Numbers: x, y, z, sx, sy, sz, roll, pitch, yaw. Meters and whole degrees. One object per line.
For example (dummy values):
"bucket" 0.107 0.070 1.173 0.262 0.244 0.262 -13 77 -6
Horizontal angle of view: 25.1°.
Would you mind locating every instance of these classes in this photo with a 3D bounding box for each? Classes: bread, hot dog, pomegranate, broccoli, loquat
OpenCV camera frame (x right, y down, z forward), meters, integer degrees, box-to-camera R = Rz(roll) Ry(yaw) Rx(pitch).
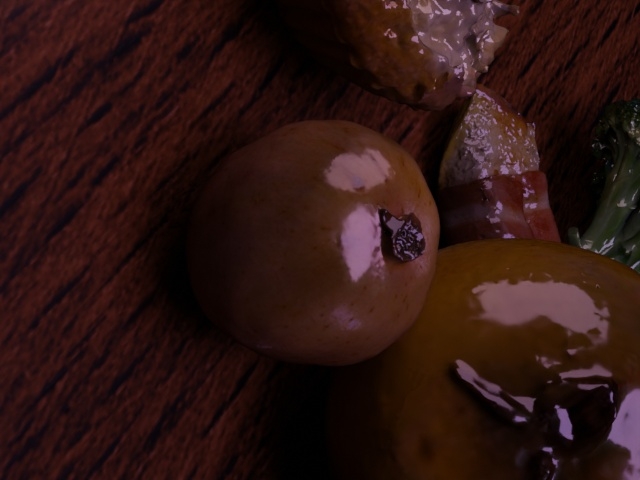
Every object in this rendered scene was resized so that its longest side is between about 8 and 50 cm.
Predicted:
"bread" 0.059 -0.236 1.161 0.274 0.149 0.274 9 79 -50
"hot dog" 0.165 -0.014 1.358 0.123 0.093 0.261 -2 78 -47
"pomegranate" -0.004 -0.001 1.058 0.191 0.191 0.191 -3 94 -53
"broccoli" 0.339 -0.010 1.508 0.269 0.254 0.269 1 88 -18
"loquat" 0.160 0.163 1.203 0.359 0.328 0.328 129 -30 -79
